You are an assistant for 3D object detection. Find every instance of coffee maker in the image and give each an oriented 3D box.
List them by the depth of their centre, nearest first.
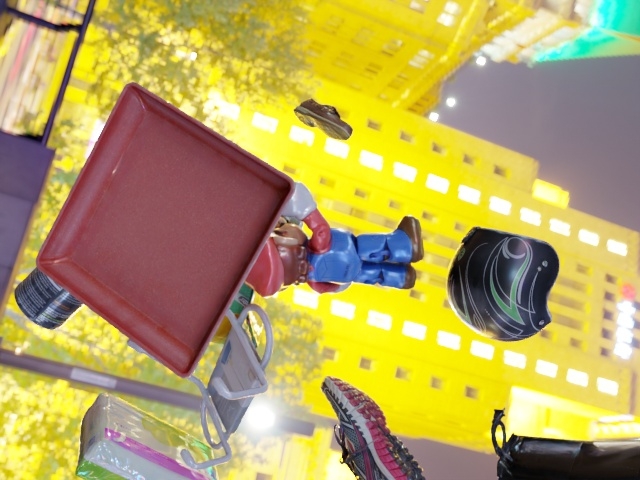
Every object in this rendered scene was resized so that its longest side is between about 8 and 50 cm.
[{"bbox_3d":[0.302,0.277,0.900,0.178,0.171,0.120,-11,-137,37],"label":"coffee maker"}]

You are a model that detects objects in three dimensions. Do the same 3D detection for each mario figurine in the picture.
[{"bbox_3d":[0.000,0.000,1.315,0.170,0.320,0.198,-149,-119,-76],"label":"mario figurine"}]

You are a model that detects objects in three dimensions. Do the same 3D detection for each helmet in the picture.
[{"bbox_3d":[0.276,0.071,1.211,0.169,0.169,0.162,-170,-85,-74],"label":"helmet"}]

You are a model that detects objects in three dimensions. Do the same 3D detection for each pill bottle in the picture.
[{"bbox_3d":[-0.520,0.067,1.683,0.245,0.130,0.130,-42,-156,10],"label":"pill bottle"}]

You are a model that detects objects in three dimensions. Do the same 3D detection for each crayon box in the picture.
[{"bbox_3d":[-0.254,0.119,1.505,0.165,0.278,0.081,85,16,-60],"label":"crayon box"}]

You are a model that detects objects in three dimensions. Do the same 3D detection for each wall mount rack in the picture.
[{"bbox_3d":[-0.219,0.217,1.415,0.304,0.130,0.350,56,-45,36],"label":"wall mount rack"}]

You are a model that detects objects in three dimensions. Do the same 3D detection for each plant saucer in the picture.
[{"bbox_3d":[-0.181,-0.015,0.933,0.259,0.258,0.047,-61,160,8],"label":"plant saucer"}]

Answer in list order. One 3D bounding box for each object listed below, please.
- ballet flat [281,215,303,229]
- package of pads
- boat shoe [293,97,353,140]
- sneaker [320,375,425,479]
[{"bbox_3d":[-0.183,-0.087,1.444,0.139,0.400,0.139,-26,-132,33],"label":"ballet flat"},{"bbox_3d":[-0.346,0.445,1.614,0.101,0.296,0.229,-55,-160,3],"label":"package of pads"},{"bbox_3d":[0.013,-0.274,1.753,0.060,0.064,0.178,-48,-133,-11],"label":"boat shoe"},{"bbox_3d":[0.075,0.387,1.550,0.112,0.121,0.299,-46,-130,13],"label":"sneaker"}]
